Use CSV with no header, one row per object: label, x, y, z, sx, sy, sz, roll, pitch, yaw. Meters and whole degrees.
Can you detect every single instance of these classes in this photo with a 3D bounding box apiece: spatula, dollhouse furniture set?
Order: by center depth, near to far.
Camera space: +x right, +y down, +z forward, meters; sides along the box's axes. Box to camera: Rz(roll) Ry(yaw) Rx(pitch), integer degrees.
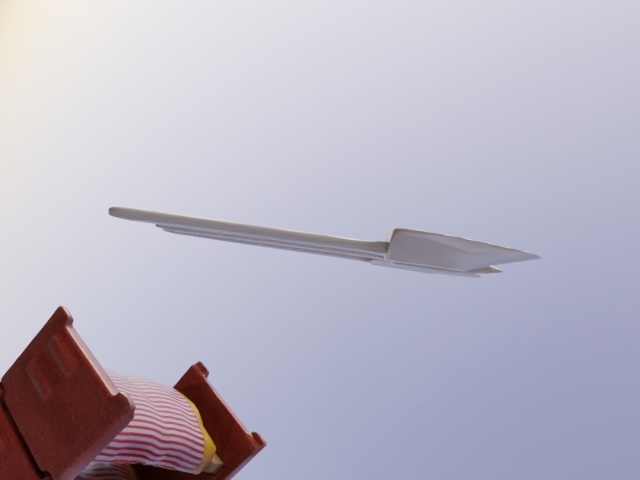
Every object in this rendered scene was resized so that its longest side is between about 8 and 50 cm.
spatula,0.000,0.000,0.414,0.168,0.242,0.019,53,46,-87
dollhouse furniture set,-0.090,0.242,0.464,0.152,0.201,0.374,-48,-121,-1
